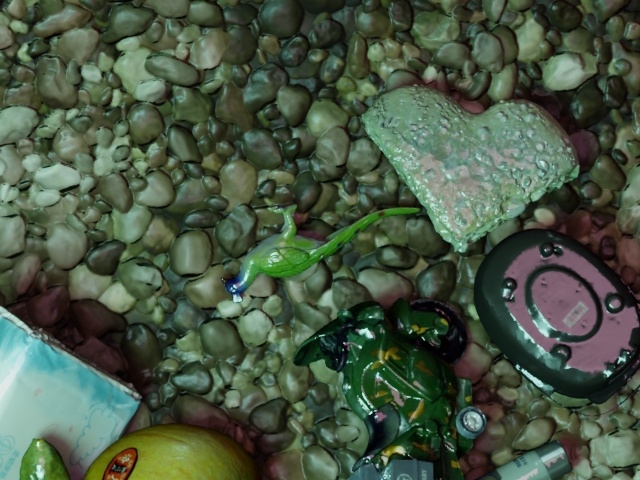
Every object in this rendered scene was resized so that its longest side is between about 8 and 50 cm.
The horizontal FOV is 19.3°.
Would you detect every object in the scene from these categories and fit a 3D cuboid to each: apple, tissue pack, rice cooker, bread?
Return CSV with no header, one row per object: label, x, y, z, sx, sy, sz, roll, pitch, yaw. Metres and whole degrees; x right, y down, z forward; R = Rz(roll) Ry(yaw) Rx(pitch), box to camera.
apple,-0.147,0.259,1.830,0.155,0.182,0.182,11,81,21
tissue pack,-0.318,0.214,1.818,0.124,0.201,0.271,26,82,41
rice cooker,0.244,0.076,1.881,0.203,0.118,0.142,43,84,10
bread,0.148,-0.074,1.933,0.232,0.064,0.172,13,80,4

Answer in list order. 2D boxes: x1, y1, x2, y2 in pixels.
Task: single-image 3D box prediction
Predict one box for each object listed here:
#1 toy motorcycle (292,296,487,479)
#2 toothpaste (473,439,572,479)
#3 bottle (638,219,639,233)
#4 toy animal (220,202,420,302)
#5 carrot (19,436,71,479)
toy motorcycle,0.064,0.170,1.851,0.187,0.125,0.275,10,58,-17
toothpaste,0.141,0.270,1.888,0.239,0.062,0.039,-27,109,-6
bottle,0.378,-0.019,1.933,0.096,0.045,0.045,-22,82,-5
toy animal,-0.008,-0.014,1.932,0.217,0.041,0.075,-27,103,-5
carrot,-0.241,0.351,1.797,0.074,0.074,0.359,-5,109,0
